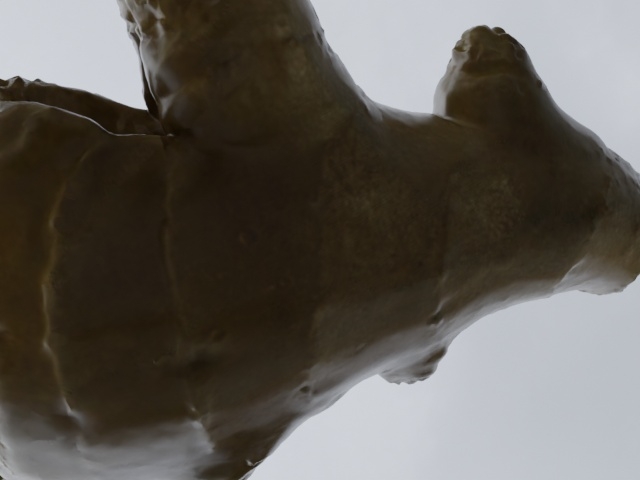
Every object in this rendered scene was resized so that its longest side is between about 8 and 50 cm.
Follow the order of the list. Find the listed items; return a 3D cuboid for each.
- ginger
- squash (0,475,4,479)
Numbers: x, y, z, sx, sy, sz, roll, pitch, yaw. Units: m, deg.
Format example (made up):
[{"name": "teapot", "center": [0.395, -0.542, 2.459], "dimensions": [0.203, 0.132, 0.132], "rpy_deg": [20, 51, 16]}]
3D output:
[{"name": "ginger", "center": [-0.009, -0.024, 0.450], "dimensions": [0.376, 0.166, 0.236], "rpy_deg": [-25, -89, -29]}, {"name": "squash", "center": [-0.109, 0.058, 0.592], "dimensions": [0.252, 0.169, 0.093], "rpy_deg": [-26, -47, -15]}]
